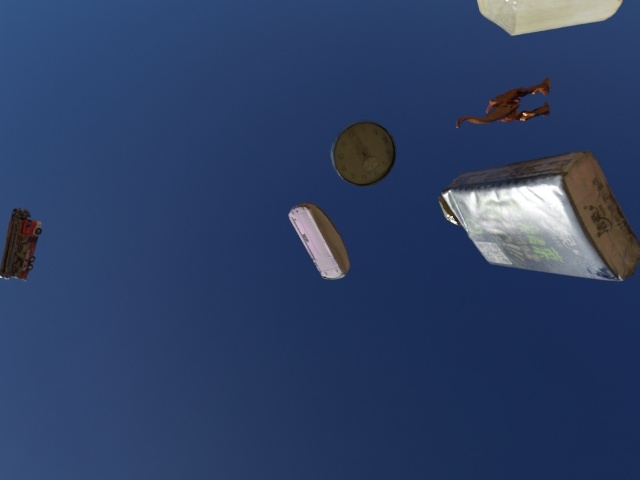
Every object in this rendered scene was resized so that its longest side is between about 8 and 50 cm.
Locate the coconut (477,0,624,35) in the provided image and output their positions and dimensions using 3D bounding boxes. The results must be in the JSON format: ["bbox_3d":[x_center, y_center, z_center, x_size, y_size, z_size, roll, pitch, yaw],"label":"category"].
[{"bbox_3d":[0.299,-0.363,0.515,0.221,0.202,0.202,-6,-130,17],"label":"coconut"}]

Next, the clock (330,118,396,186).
[{"bbox_3d":[0.141,-0.280,1.393,0.214,0.215,0.042,-10,-158,-4],"label":"clock"}]

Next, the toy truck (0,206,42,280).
[{"bbox_3d":[-0.352,0.004,0.505,0.024,0.032,0.083,14,-91,22],"label":"toy truck"}]

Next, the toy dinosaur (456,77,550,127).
[{"bbox_3d":[0.536,-0.379,1.210,0.208,0.097,0.432,-6,-171,34],"label":"toy dinosaur"}]

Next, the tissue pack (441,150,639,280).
[{"bbox_3d":[0.513,-0.051,1.052,0.124,0.394,0.288,-43,-76,-13],"label":"tissue pack"}]

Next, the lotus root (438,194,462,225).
[{"bbox_3d":[0.441,-0.094,1.320,0.143,0.070,0.144,-12,-138,25],"label":"lotus root"}]

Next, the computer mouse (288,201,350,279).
[{"bbox_3d":[0.000,0.000,1.237,0.056,0.126,0.245,-38,-78,-41],"label":"computer mouse"}]
